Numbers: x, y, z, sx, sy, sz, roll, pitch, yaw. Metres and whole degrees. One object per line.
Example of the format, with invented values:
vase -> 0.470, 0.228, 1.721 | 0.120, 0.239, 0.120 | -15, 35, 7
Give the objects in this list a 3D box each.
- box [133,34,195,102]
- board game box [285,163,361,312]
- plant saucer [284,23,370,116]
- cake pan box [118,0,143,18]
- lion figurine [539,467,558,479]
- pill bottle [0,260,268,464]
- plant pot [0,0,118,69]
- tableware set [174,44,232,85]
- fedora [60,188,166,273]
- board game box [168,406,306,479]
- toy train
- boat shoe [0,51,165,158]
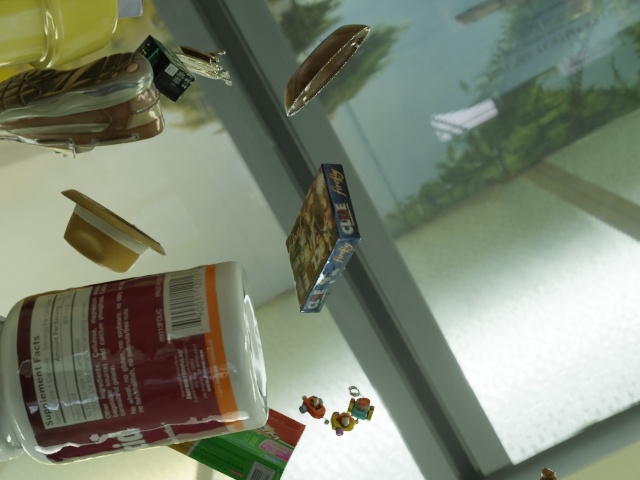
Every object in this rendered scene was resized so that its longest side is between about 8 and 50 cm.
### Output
box -> -0.243, -0.264, 1.428 | 0.052, 0.062, 0.083 | -46, -127, 10
board game box -> 0.000, 0.000, 1.691 | 0.042, 0.165, 0.243 | 1, 144, -20
plant saucer -> 0.002, -0.287, 1.524 | 0.198, 0.036, 0.198 | -46, 180, 0
cake pan box -> -0.405, -0.372, 1.302 | 0.245, 0.070, 0.267 | -16, -142, -28
lion figurine -> 0.326, 0.537, 1.666 | 0.240, 0.142, 0.392 | -37, 165, -30
pill bottle -> -0.277, 0.166, 1.211 | 0.392, 0.224, 0.224 | -10, -167, 0
plant pot -> -0.390, -0.289, 1.018 | 0.239, 0.254, 0.254 | -31, -169, -27
tableware set -> -0.219, -0.333, 1.707 | 0.194, 0.128, 0.039 | -145, -106, -86
fedora -> -0.335, -0.004, 1.450 | 0.079, 0.194, 0.194 | -57, -165, -4
board game box -> -0.167, 0.394, 1.894 | 0.316, 0.242, 0.064 | -31, 146, -83
toy train -> 0.043, 0.355, 2.009 | 0.166, 0.125, 0.046 | -13, 137, -36
boat shoe -> -0.350, -0.162, 1.251 | 0.324, 0.116, 0.123 | -2, -141, 30
